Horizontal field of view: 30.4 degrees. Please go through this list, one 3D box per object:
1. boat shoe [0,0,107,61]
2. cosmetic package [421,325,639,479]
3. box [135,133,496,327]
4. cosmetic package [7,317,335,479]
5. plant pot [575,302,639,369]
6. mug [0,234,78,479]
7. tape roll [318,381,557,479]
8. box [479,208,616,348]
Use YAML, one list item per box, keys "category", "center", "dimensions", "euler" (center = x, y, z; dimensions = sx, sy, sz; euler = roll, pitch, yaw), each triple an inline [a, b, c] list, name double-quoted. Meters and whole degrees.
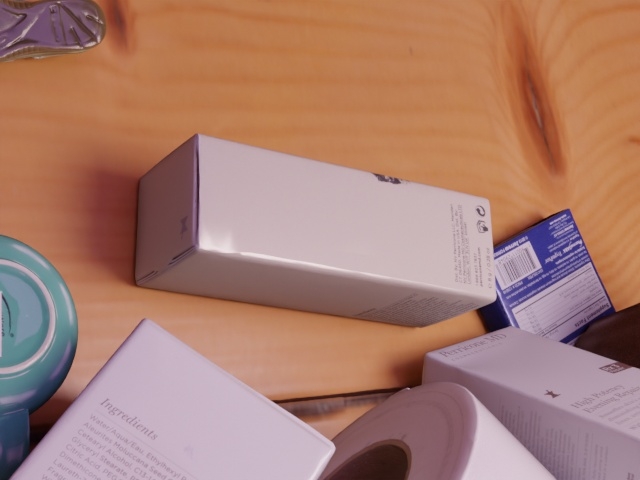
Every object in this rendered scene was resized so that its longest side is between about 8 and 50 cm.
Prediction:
- category: "boat shoe"
  center: [-0.238, -0.157, 0.876]
  dimensions: [0.153, 0.048, 0.056]
  euler: [-9, 92, -29]
- category: "cosmetic package"
  center: [0.198, 0.144, 0.935]
  dimensions: [0.117, 0.231, 0.086]
  euler: [-13, 112, -39]
- category: "box"
  center: [0.000, 0.000, 0.934]
  dimensions: [0.275, 0.113, 0.094]
  euler: [12, 67, -32]
- category: "cosmetic package"
  center: [-0.112, 0.183, 0.748]
  dimensions: [0.151, 0.151, 0.184]
  euler: [34, 57, 5]
- category: "plant pot"
  center: [0.323, 0.113, 1.031]
  dimensions: [0.167, 0.165, 0.167]
  euler: [11, 69, -31]
- category: "mug"
  center: [-0.216, 0.070, 0.773]
  dimensions: [0.158, 0.097, 0.129]
  euler: [47, 55, -11]
- category: "tape roll"
  center: [0.069, 0.242, 0.814]
  dimensions: [0.169, 0.246, 0.246]
  euler: [45, 55, -13]
- category: "box"
  center: [0.229, 0.097, 1.097]
  dimensions: [0.136, 0.036, 0.225]
  euler: [-25, 89, -36]
